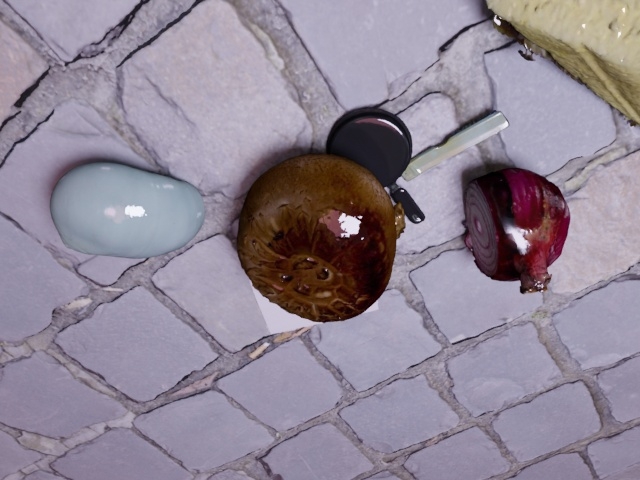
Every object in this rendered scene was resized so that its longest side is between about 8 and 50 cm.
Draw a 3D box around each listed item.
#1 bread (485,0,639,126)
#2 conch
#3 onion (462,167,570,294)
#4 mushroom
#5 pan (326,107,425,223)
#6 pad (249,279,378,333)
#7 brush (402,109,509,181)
[{"bbox_3d":[0.421,-0.362,0.557,0.405,0.242,0.346,-4,123,-52],"label":"bread"},{"bbox_3d":[-0.296,-0.033,0.674,0.221,0.121,0.185,3,150,-13],"label":"conch"},{"bbox_3d":[0.316,-0.004,0.674,0.139,0.218,0.195,-7,129,-1],"label":"onion"},{"bbox_3d":[0.006,0.008,0.680,0.278,0.163,0.297,-7,129,1],"label":"mushroom"},{"bbox_3d":[0.106,-0.105,0.697,0.136,0.028,0.235,-30,120,23],"label":"pan"},{"bbox_3d":[-0.008,0.104,0.835,0.232,0.004,0.156,-13,121,3],"label":"pad"},{"bbox_3d":[0.207,-0.152,0.689,0.178,0.030,0.033,-28,127,23],"label":"brush"}]
